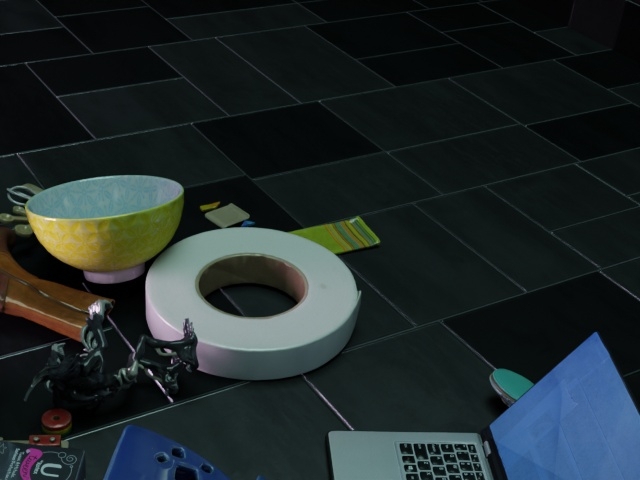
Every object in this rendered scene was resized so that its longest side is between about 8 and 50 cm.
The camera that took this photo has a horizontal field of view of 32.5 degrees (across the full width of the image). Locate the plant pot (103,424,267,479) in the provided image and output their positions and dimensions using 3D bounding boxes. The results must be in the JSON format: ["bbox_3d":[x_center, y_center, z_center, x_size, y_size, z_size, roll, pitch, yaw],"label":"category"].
[{"bbox_3d":[-0.176,0.394,1.297,0.212,0.236,0.236,16,35,-1],"label":"plant pot"}]

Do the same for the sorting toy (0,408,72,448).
[{"bbox_3d":[-0.443,0.336,1.611,0.132,0.046,0.274,1,32,-8],"label":"sorting toy"}]

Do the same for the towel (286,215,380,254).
[{"bbox_3d":[0.000,0.000,2.267,0.237,0.021,0.102,-11,35,-27],"label":"towel"}]

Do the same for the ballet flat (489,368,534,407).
[{"bbox_3d":[0.358,0.282,1.835,0.070,0.070,0.188,-21,37,-38],"label":"ballet flat"}]

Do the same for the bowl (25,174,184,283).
[{"bbox_3d":[-0.393,-0.011,2.052,0.289,0.156,0.289,-3,19,1],"label":"bowl"}]

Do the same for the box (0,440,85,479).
[{"bbox_3d":[-0.387,0.402,1.388,0.142,0.163,0.247,7,37,0],"label":"box"}]

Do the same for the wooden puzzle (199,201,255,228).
[{"bbox_3d":[-0.197,-0.050,2.321,0.078,0.014,0.116,-21,40,-31],"label":"wooden puzzle"}]

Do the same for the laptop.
[{"bbox_3d":[0.234,0.326,1.574,0.407,0.236,0.382,2,31,-7],"label":"laptop"}]

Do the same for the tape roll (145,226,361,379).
[{"bbox_3d":[-0.124,0.107,2.012,0.392,0.072,0.392,4,33,-3],"label":"tape roll"}]

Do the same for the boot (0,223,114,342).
[{"bbox_3d":[-0.510,0.070,1.994,0.280,0.096,0.264,14,19,0],"label":"boot"}]

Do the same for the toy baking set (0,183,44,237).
[{"bbox_3d":[-0.537,-0.056,2.204,0.196,0.030,0.256,15,24,-15],"label":"toy baking set"}]

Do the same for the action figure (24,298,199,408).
[{"bbox_3d":[-0.345,0.190,1.769,0.275,0.164,0.141,-2,51,-32],"label":"action figure"}]
